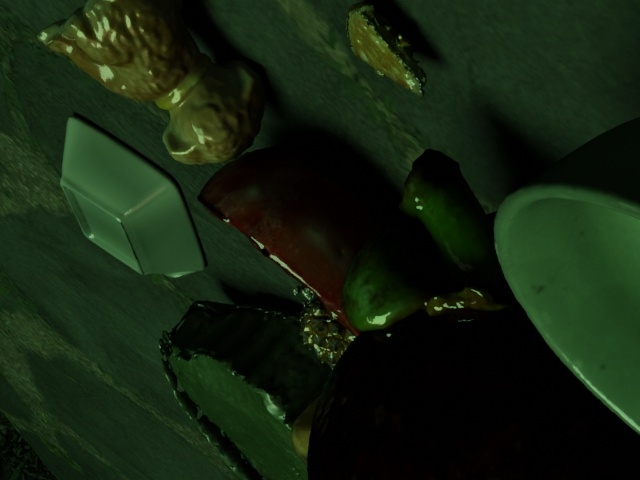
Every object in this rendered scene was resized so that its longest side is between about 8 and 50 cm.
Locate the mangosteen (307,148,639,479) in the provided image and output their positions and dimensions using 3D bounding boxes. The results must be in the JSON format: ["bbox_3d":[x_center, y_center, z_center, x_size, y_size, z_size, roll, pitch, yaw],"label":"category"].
[{"bbox_3d":[0.142,0.120,1.228,0.306,0.306,0.359,20,115,47],"label":"mangosteen"}]

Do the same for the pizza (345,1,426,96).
[{"bbox_3d":[0.049,-0.132,1.215,0.078,0.025,0.083,45,168,5],"label":"pizza"}]

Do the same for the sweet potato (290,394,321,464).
[{"bbox_3d":[0.117,0.262,1.806,0.337,0.131,0.131,44,163,-32],"label":"sweet potato"}]

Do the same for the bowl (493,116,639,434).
[{"bbox_3d":[0.251,0.024,0.983,0.289,0.146,0.289,37,163,14],"label":"bowl"}]

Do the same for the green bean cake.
[{"bbox_3d":[-0.037,0.177,1.909,0.241,0.132,0.255,11,143,55],"label":"green bean cake"}]

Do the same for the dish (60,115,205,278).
[{"bbox_3d":[-0.208,-0.021,1.902,0.154,0.064,0.234,32,160,23],"label":"dish"}]

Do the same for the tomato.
[{"bbox_3d":[0.001,-0.004,1.487,0.228,0.101,0.228,40,176,4],"label":"tomato"}]

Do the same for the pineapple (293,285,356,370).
[{"bbox_3d":[0.064,0.111,1.636,0.221,0.083,0.103,40,162,-4],"label":"pineapple"}]

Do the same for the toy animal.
[{"bbox_3d":[-0.113,-0.139,1.399,0.185,0.104,0.184,49,161,-10],"label":"toy animal"}]
